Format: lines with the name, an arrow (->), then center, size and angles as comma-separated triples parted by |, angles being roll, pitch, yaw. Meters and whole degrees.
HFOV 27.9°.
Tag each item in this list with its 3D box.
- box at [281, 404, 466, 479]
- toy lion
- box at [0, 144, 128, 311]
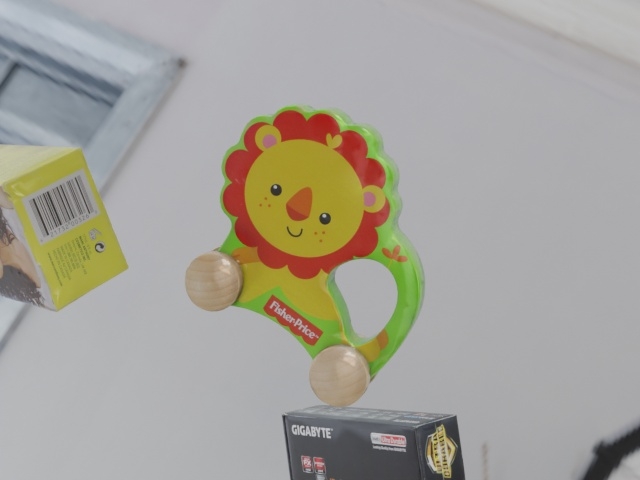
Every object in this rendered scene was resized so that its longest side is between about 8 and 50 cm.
box -> 0.053, 0.247, 1.203 | 0.051, 0.175, 0.220 | -8, 2, -35
toy lion -> 0.000, 0.000, 0.507 | 0.100, 0.096, 0.034 | 37, 15, 6
box -> -0.217, -0.016, 0.829 | 0.232, 0.058, 0.087 | 6, -58, 52
